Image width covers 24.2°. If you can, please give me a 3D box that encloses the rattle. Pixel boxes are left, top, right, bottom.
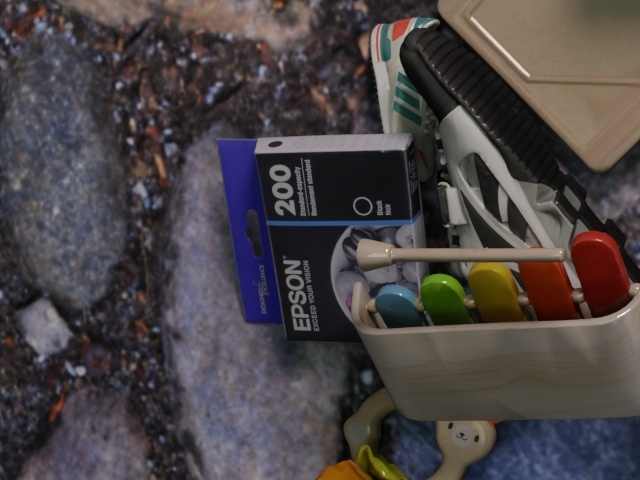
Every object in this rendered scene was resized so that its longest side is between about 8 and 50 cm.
[{"bbox_3d":[0.100,0.185,1.417,0.199,0.143,0.130,-21,69,27],"label":"rattle"}]

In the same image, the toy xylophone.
[{"bbox_3d":[0.163,0.071,1.318,0.322,0.081,0.236,2,132,23],"label":"toy xylophone"}]

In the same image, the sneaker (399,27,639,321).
[{"bbox_3d":[0.152,-0.038,1.374,0.146,0.122,0.330,-36,90,28],"label":"sneaker"}]

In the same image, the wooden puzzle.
[{"bbox_3d":[0.257,-0.216,1.375,0.221,0.044,0.239,-46,74,18],"label":"wooden puzzle"}]

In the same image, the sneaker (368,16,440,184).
[{"bbox_3d":[0.098,-0.137,1.429,0.075,0.057,0.161,-12,87,27],"label":"sneaker"}]

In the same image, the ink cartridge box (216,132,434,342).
[{"bbox_3d":[0.000,0.000,1.455,0.208,0.045,0.206,0,113,21],"label":"ink cartridge box"}]
